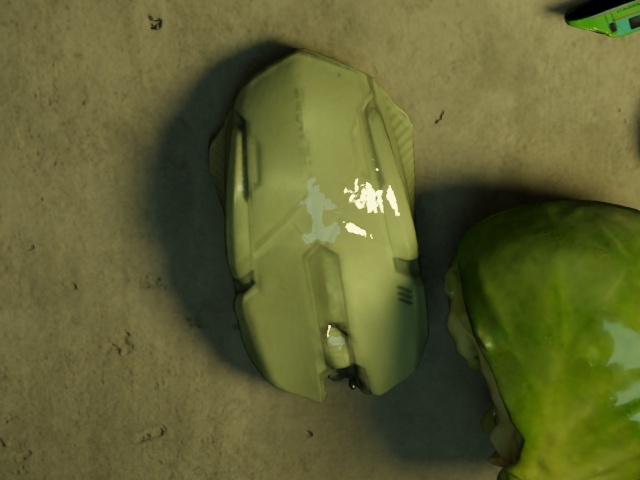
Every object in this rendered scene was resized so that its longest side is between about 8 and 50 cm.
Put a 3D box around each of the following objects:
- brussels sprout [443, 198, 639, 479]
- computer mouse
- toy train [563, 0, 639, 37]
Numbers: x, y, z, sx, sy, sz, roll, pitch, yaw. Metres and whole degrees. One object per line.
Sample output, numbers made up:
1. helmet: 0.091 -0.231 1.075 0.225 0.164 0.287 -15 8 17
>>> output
1. brussels sprout: 0.292 0.129 1.705 0.315 0.276 0.371 -2 118 9
2. computer mouse: 0.000 0.004 1.734 0.228 0.145 0.428 -6 117 4
3. toy train: 0.357 -0.248 1.634 0.209 0.044 0.042 -19 116 14
